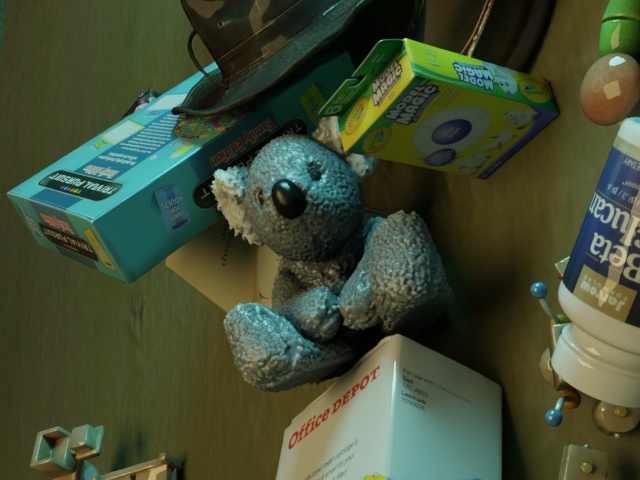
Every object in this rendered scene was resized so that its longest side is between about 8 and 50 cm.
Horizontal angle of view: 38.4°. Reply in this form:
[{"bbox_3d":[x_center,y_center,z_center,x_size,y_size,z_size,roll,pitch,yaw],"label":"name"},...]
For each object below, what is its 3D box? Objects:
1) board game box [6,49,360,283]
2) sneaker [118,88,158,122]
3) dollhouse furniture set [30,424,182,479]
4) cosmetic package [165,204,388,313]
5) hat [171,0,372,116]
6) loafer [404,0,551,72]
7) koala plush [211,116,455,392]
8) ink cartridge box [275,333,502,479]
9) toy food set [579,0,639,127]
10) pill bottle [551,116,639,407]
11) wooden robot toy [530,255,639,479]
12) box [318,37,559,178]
[{"bbox_3d":[-0.149,-0.098,1.026,0.253,0.336,0.079,14,136,53],"label":"board game box"},{"bbox_3d":[-0.318,-0.228,1.621,0.119,0.047,0.057,-24,55,47],"label":"sneaker"},{"bbox_3d":[-0.257,0.406,1.352,0.355,0.174,0.303,-20,48,24],"label":"dollhouse furniture set"},{"bbox_3d":[-0.064,0.003,1.065,0.309,0.113,0.160,25,103,59],"label":"cosmetic package"},{"bbox_3d":[-0.051,-0.257,0.945,0.331,0.331,0.134,-2,124,59],"label":"hat"},{"bbox_3d":[0.134,-0.277,0.790,0.134,0.130,0.366,43,119,54],"label":"loafer"},{"bbox_3d":[0.000,0.000,0.833,0.196,0.203,0.221,-31,73,12],"label":"koala plush"},{"bbox_3d":[0.042,0.247,0.734,0.201,0.117,0.278,-48,23,42],"label":"ink cartridge box"},{"bbox_3d":[0.236,-0.130,0.638,0.128,0.071,0.218,13,94,59],"label":"toy food set"},{"bbox_3d":[0.207,0.016,0.583,0.094,0.094,0.169,43,122,55],"label":"pill bottle"},{"bbox_3d":[0.194,0.098,0.679,0.079,0.076,0.173,79,-172,-72],"label":"wooden robot toy"},{"bbox_3d":[0.096,-0.106,0.760,0.105,0.179,0.043,-45,45,45],"label":"box"}]
